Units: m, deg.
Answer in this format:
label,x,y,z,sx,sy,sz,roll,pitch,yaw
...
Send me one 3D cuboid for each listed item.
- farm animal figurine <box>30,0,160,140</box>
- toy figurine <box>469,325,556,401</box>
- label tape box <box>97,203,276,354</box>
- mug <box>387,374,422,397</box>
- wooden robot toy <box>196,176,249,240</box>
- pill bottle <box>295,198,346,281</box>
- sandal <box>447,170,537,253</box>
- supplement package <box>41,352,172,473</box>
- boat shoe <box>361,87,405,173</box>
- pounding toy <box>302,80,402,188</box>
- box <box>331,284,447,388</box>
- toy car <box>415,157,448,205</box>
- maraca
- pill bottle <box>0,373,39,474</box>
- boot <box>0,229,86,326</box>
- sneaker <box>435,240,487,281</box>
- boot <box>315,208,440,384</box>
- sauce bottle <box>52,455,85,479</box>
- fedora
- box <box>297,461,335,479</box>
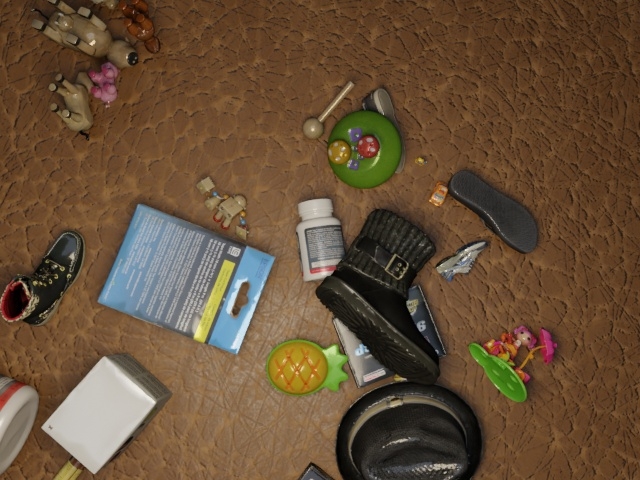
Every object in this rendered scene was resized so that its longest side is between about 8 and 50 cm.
label,x,y,z,sx,sy,sz,roll,pitch,yaw
farm animal figurine,-0.524,-0.435,1.721,0.326,0.172,0.330,43,92,16
toy figurine,0.457,0.255,1.705,0.159,0.130,0.173,-36,61,-19
label tape box,-0.296,0.090,1.685,0.333,0.106,0.241,21,83,0
mug,0.201,0.334,1.703,0.062,0.078,0.064,-23,94,-48
wooden robot toy,-0.211,-0.082,1.742,0.173,0.076,0.079,45,49,4
pill bottle,0.000,0.000,1.704,0.107,0.108,0.180,-8,84,-3
sandal,0.408,-0.069,1.755,0.254,0.054,0.097,43,67,4
supplement package,-0.450,0.364,1.600,0.149,0.203,0.194,40,84,3
boat shoe,0.148,-0.255,1.774,0.064,0.075,0.206,-15,89,40
pounding toy,0.068,-0.229,1.701,0.183,0.110,0.237,-43,80,20
box,0.156,0.220,1.711,0.220,0.051,0.175,-20,83,-4
toy car,0.258,-0.140,1.762,0.122,0.040,0.060,44,84,3
maraca,-0.030,0.287,1.672,0.185,0.099,0.127,0,93,1
pill bottle,-0.816,0.349,1.587,0.362,0.210,0.210,22,83,1
boot,-0.608,0.081,1.640,0.085,0.178,0.237,25,84,1
sneaker,0.338,0.049,1.744,0.135,0.052,0.058,-32,95,2
boot,0.183,0.120,1.637,0.348,0.131,0.260,46,61,-8
sauce bottle,-0.548,0.504,1.662,0.042,0.042,0.128,40,82,3
fedora,0.198,0.467,1.609,0.333,0.152,0.334,0,97,0
box,0.007,0.700,1.643,0.293,0.073,0.296,38,83,2
